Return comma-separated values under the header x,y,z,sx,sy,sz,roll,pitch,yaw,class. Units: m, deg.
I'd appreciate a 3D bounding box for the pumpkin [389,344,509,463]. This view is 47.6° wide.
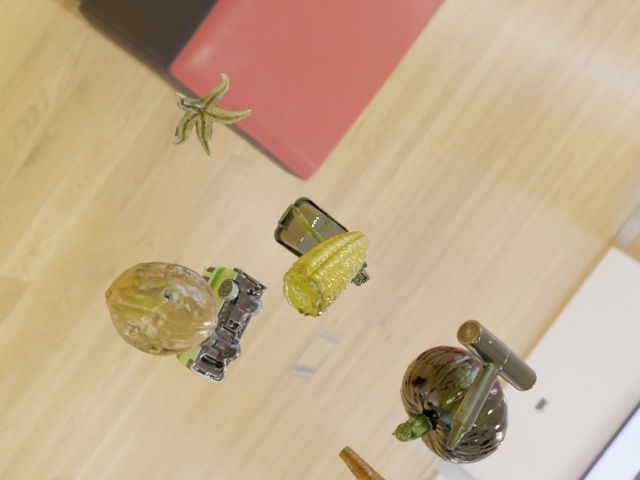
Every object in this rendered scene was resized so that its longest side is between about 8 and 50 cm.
x,y,z,sx,sy,sz,roll,pitch,yaw,class
0.248,0.348,1.491,0.248,0.248,0.248,-37,149,-27,pumpkin

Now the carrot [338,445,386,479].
x,y,z,sx,sy,sz,roll,pitch,yaw,class
0.063,0.323,1.000,0.032,0.093,0.032,-35,149,-25,carrot

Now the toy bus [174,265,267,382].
x,y,z,sx,sy,sz,roll,pitch,yaw,class
-0.273,0.206,1.858,0.133,0.165,0.276,41,70,-46,toy bus

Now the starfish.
x,y,z,sx,sy,sz,roll,pitch,yaw,class
-0.232,-0.266,1.542,0.176,0.053,0.208,-2,144,-20,starfish

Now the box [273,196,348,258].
x,y,z,sx,sy,sz,roll,pitch,yaw,class
0.000,0.000,2.128,0.243,0.135,0.163,38,87,-33,box

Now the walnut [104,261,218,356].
x,y,z,sx,sy,sz,roll,pitch,yaw,class
-0.334,0.144,1.543,0.245,0.198,0.198,19,112,-17,walnut

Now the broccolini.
x,y,z,sx,sy,sz,roll,pitch,yaw,class
0.029,0.011,1.809,0.062,0.271,0.123,-44,162,1,broccolini

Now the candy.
x,y,z,sx,sy,sz,roll,pitch,yaw,class
0.021,0.046,1.314,0.199,0.094,0.106,-42,140,-40,candy

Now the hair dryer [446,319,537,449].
x,y,z,sx,sy,sz,roll,pitch,yaw,class
0.256,0.249,1.135,0.173,0.050,0.195,37,66,-30,hair dryer
